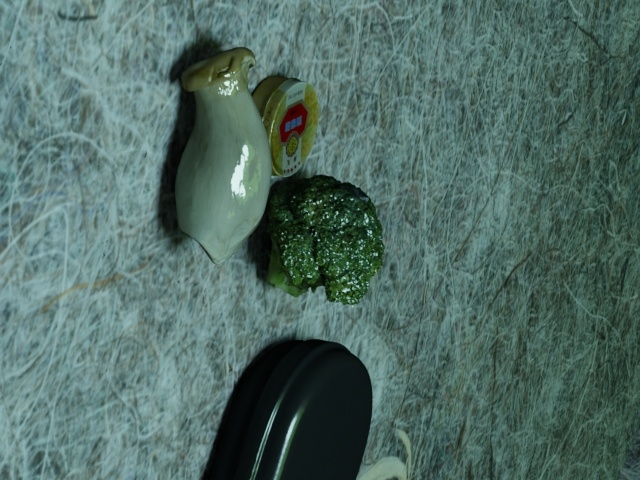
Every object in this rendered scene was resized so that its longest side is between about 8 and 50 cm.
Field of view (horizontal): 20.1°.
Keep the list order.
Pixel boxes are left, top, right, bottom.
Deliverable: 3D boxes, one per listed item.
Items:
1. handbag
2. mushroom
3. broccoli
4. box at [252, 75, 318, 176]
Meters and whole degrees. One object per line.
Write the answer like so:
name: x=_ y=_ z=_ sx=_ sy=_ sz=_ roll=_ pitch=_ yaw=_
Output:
handbag: x=-0.037 y=0.260 z=2.043 sx=0.254 sy=0.093 sz=0.308 roll=26 pitch=80 yaw=-65
mushroom: x=-0.097 y=-0.082 z=1.743 sx=0.097 sy=0.088 sz=0.213 roll=-8 pitch=109 yaw=-27
broccoli: x=0.000 y=0.000 z=1.940 sx=0.138 sy=0.146 sz=0.162 roll=-49 pitch=-176 yaw=24
box: x=-0.042 y=-0.119 z=1.882 sx=0.105 sy=0.037 sz=0.106 roll=-40 pitch=139 yaw=-48
